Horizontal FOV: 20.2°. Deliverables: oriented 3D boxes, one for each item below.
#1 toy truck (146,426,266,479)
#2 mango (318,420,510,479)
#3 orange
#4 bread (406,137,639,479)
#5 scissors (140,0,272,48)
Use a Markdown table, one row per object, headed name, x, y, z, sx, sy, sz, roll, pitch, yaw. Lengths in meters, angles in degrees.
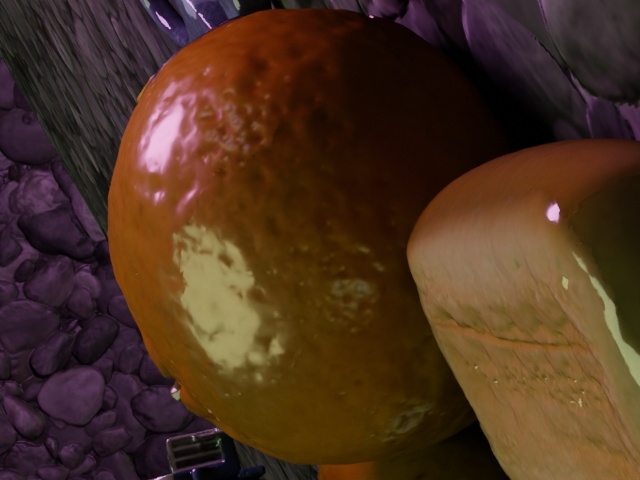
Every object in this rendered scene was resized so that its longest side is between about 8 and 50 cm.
| name | x | y | z | sx | sy | sz | roll | pitch | yaw |
| --- | --- | --- | --- | --- | --- | --- | --- | --- | --- |
| toy truck | -0.036 | 0.191 | 0.879 | 0.074 | 0.088 | 0.202 | 100 | 158 | -75 |
| mango | 0.092 | 0.191 | 0.889 | 0.365 | 0.182 | 0.253 | 44 | 159 | 57 |
| orange | 0.001 | -0.002 | 0.823 | 0.219 | 0.193 | 0.219 | 39 | 164 | 13 |
| bread | 0.109 | 0.030 | 0.632 | 0.147 | 0.098 | 0.217 | 62 | 167 | -8 |
| scissors | -0.014 | -0.079 | 1.071 | 0.383 | 0.029 | 0.256 | 55 | 163 | 10 |
